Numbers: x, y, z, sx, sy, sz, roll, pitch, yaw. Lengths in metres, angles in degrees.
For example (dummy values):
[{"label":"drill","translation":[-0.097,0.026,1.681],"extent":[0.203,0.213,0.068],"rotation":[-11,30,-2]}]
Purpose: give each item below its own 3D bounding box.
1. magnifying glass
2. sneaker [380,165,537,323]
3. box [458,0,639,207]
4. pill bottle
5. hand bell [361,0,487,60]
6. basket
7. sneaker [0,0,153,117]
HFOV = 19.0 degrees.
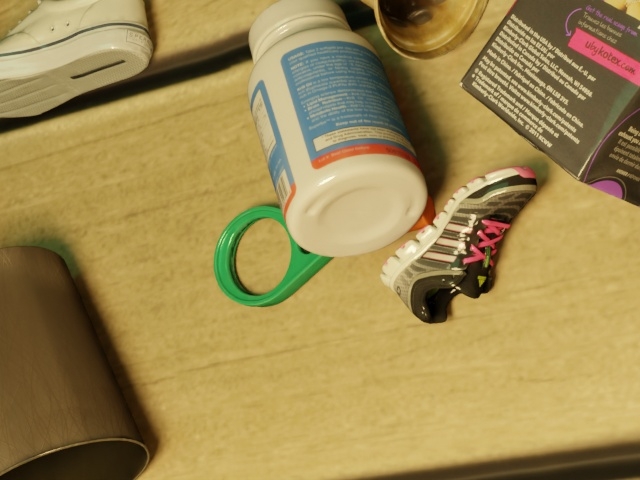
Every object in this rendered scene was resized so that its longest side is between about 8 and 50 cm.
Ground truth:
[{"label":"magnifying glass","translation":[0.000,0.000,1.709],"extent":[0.231,0.026,0.092],"rotation":[-17,71,34]},{"label":"sneaker","translation":[0.126,0.008,1.593],"extent":[0.170,0.063,0.075],"rotation":[-43,59,26]},{"label":"box","translation":[0.264,-0.175,1.466],"extent":[0.143,0.165,0.270],"rotation":[44,106,34]},{"label":"pill bottle","translation":[0.006,-0.105,1.652],"extent":[0.124,0.124,0.221],"rotation":[-36,50,25]},{"label":"hand bell","translation":[0.029,-0.252,1.707],"extent":[0.242,0.126,0.126],"rotation":[30,99,49]},{"label":"basket","translation":[-0.275,0.132,1.802],"extent":[0.204,0.154,0.227],"rotation":[-31,61,26]},{"label":"sneaker","translation":[-0.275,-0.190,1.911],"extent":[0.258,0.094,0.091],"rotation":[-12,63,25]}]
